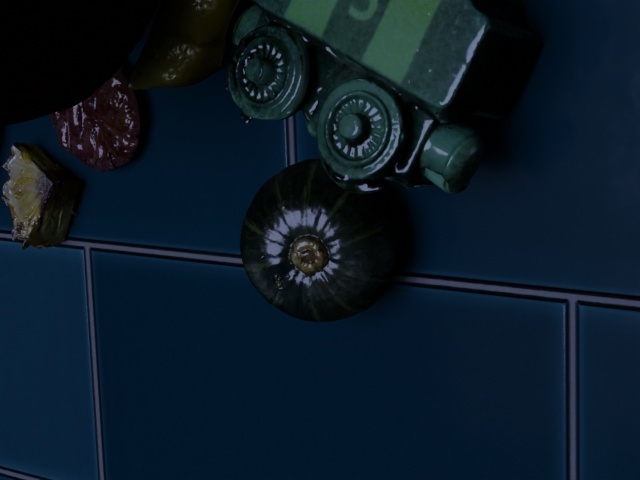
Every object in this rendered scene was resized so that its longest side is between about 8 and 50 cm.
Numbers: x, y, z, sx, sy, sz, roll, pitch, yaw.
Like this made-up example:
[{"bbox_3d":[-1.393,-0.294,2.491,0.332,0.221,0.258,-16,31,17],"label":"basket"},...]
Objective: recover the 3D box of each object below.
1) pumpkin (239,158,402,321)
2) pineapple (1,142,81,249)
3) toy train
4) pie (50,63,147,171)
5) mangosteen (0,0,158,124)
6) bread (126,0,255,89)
[{"bbox_3d":[-0.001,0.000,1.353,0.167,0.125,0.167,4,117,8],"label":"pumpkin"},{"bbox_3d":[-0.348,-0.061,1.648,0.116,0.069,0.137,-18,86,39],"label":"pineapple"},{"bbox_3d":[0.053,-0.180,1.267,0.299,0.167,0.238,35,108,27],"label":"toy train"},{"bbox_3d":[-0.267,-0.155,1.588,0.154,0.036,0.154,8,104,35],"label":"pie"},{"bbox_3d":[-0.304,-0.314,1.247,0.381,0.381,0.421,41,89,24],"label":"mangosteen"},{"bbox_3d":[-0.110,-0.250,1.363,0.088,0.160,0.233,28,134,0],"label":"bread"}]
